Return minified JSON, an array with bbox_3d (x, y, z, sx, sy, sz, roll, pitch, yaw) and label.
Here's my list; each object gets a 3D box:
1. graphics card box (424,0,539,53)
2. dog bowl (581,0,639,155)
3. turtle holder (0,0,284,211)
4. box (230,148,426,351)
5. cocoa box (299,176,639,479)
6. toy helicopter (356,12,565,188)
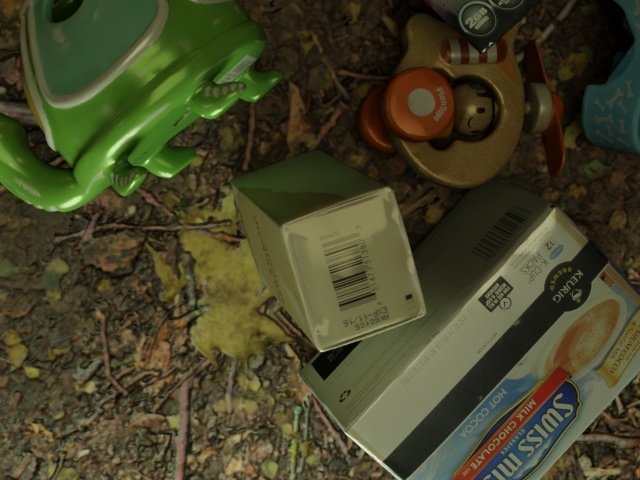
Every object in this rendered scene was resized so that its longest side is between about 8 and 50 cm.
[{"bbox_3d":[0.120,-0.401,1.309,0.371,0.094,0.233,41,129,-10],"label":"graphics card box"},{"bbox_3d":[0.409,-0.233,1.495,0.165,0.074,0.297,-14,125,-36],"label":"dog bowl"},{"bbox_3d":[-0.219,-0.176,1.360,0.227,0.243,0.320,50,127,-2],"label":"turtle holder"},{"bbox_3d":[0.000,0.000,1.378,0.121,0.311,0.148,-19,103,-9],"label":"box"},{"bbox_3d":[0.190,0.134,1.489,0.228,0.231,0.347,44,89,-18],"label":"cocoa box"},{"bbox_3d":[0.210,-0.225,1.486,0.235,0.140,0.355,25,81,-10],"label":"toy helicopter"}]
